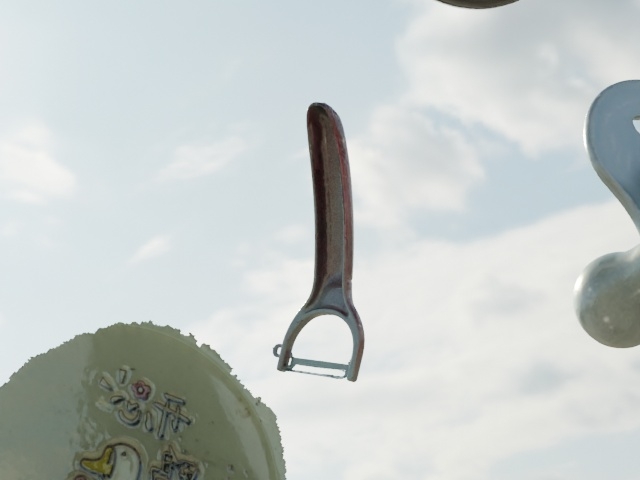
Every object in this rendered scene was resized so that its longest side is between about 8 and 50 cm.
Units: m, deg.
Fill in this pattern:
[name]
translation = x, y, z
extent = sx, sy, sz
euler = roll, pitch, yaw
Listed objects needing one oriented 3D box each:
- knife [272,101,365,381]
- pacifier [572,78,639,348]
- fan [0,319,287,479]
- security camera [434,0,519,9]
[knife]
translation = 0.001, 0.000, 1.290
extent = 0.123, 0.278, 0.053
euler = 2, 1, 40
[pacifier]
translation = 0.299, 0.010, 1.031
extent = 0.238, 0.287, 0.226
euler = -2, -28, -38
[fan]
translation = -0.139, 0.239, 0.814
extent = 0.233, 0.415, 0.012
euler = 26, -34, -22
[security camera]
translation = 0.160, -0.374, 1.226
extent = 0.197, 0.191, 0.277
euler = -7, -28, -1
